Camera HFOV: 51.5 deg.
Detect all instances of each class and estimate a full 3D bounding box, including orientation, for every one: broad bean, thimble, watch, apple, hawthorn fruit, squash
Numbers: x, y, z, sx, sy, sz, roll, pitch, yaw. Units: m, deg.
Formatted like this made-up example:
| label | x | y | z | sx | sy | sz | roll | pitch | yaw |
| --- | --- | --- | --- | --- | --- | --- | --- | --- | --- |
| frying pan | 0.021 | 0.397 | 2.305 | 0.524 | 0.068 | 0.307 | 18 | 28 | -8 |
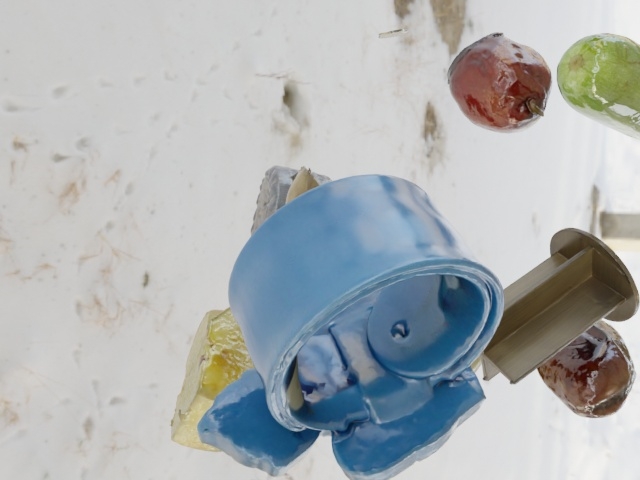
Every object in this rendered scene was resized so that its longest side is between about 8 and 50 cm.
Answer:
| label | x | y | z | sx | sy | sz | roll | pitch | yaw |
| --- | --- | --- | --- | --- | --- | --- | --- | --- | --- |
| broad bean | 0.458 | 0.211 | 1.160 | 0.228 | 0.156 | 0.122 | -86 | 154 | -64 |
| thimble | -0.057 | -0.041 | 1.485 | 0.172 | 0.205 | 0.236 | 12 | 81 | -12 |
| watch | 0.008 | 0.085 | 0.650 | 0.305 | 0.241 | 0.275 | -21 | 139 | -14 |
| apple | -0.221 | 0.318 | 1.583 | 0.309 | 0.314 | 0.252 | -87 | 159 | -55 |
| hawthorn fruit | 0.374 | -0.304 | 1.323 | 0.189 | 0.251 | 0.190 | -15 | 125 | -23 |
| squash | 0.482 | -0.215 | 1.004 | 0.370 | 0.118 | 0.118 | 11 | 82 | -39 |

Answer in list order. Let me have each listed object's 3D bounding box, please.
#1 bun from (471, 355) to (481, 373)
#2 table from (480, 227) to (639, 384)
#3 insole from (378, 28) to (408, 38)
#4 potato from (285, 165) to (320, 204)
| label | x | y | z | sx | sy | sz | roll | pitch | yaw |
| --- | --- | --- | --- | --- | --- | --- | --- | --- | --- |
| bun | 0.240 | 0.192 | 1.534 | 0.234 | 0.362 | 0.326 | 41 | 90 | -19 |
| table | 0.324 | 0.109 | 0.987 | 0.226 | 0.167 | 0.167 | -32 | 126 | -13 |
| insole | 0.188 | -0.536 | 1.727 | 0.248 | 0.081 | 0.011 | -61 | 142 | -72 |
| potato | 0.000 | 0.000 | 1.108 | 0.138 | 0.243 | 0.098 | -43 | 175 | 4 |
